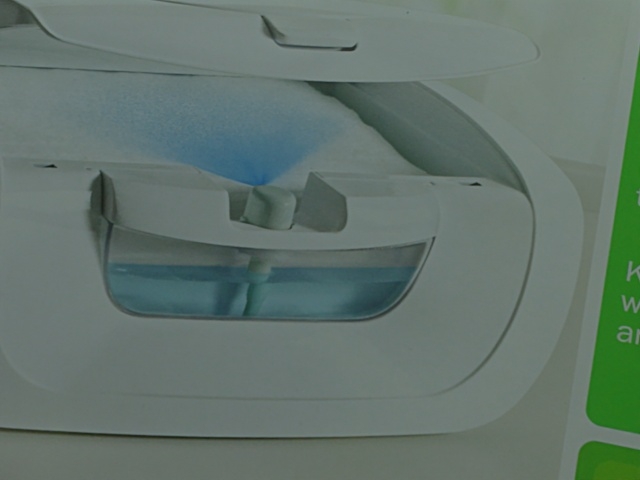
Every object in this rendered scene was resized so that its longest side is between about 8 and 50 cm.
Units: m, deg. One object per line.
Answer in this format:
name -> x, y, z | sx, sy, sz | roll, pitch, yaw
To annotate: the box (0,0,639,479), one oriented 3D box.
box -> 0.000, 0.000, 0.406 | 0.126, 0.262, 0.231 | 90, 13, -63
